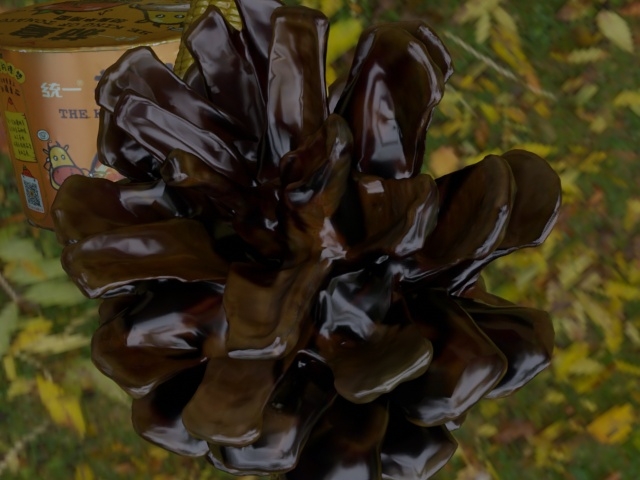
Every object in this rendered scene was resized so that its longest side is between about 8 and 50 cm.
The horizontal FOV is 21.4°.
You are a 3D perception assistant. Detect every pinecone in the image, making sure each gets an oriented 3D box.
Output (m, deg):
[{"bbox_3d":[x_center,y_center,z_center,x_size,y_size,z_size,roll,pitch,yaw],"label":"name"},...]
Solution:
[{"bbox_3d":[0.000,-0.002,0.710,0.202,0.229,0.201,-10,130,17],"label":"pinecone"}]

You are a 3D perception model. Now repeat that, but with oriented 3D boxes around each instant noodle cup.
[{"bbox_3d":[-0.174,-0.107,1.421,0.216,0.216,0.172,-8,109,-13],"label":"instant noodle cup"}]

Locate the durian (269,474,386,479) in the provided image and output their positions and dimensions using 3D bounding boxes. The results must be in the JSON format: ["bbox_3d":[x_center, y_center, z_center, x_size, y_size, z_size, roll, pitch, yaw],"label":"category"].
[{"bbox_3d":[0.027,0.103,0.842,0.130,0.066,0.052,-25,143,-56],"label":"durian"}]

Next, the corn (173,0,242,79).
[{"bbox_3d":[-0.070,-0.108,1.181,0.080,0.231,0.080,4,152,2],"label":"corn"}]
